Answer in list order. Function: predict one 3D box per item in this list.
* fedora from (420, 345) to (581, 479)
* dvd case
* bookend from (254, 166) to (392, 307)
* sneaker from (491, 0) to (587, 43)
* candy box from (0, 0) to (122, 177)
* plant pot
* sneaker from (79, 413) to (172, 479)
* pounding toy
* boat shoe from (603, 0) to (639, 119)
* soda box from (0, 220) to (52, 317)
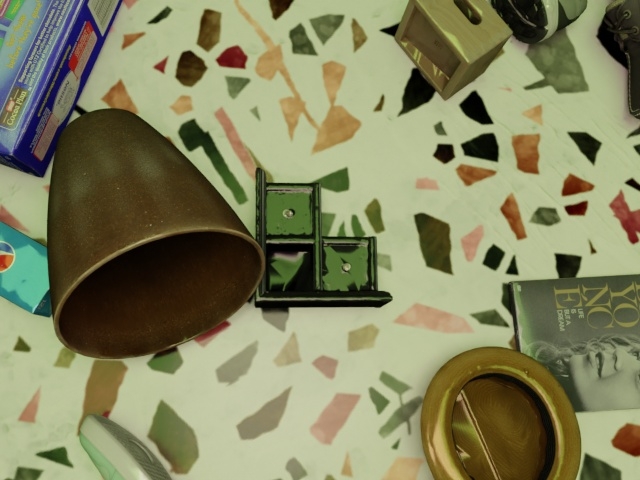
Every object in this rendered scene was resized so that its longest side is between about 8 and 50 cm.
[{"bbox_3d":[0.198,0.222,0.785,0.194,0.079,0.194,1,71,-3],"label":"fedora"},{"bbox_3d":[0.351,0.126,0.850,0.221,0.018,0.164,-3,79,-6],"label":"dvd case"},{"bbox_3d":[0.000,0.000,0.815,0.157,0.072,0.156,1,78,-6],"label":"bookend"},{"bbox_3d":[0.260,-0.394,0.913,0.108,0.100,0.271,-24,87,-20],"label":"sneaker"},{"bbox_3d":[-0.435,-0.254,0.801,0.317,0.122,0.268,20,79,-2],"label":"candy box"},{"bbox_3d":[-0.202,-0.028,0.744,0.215,0.215,0.230,-24,60,-9],"label":"plant pot"},{"bbox_3d":[-0.211,0.318,0.722,0.151,0.094,0.256,-39,83,-8],"label":"sneaker"},{"bbox_3d":[0.165,-0.278,0.855,0.100,0.130,0.141,-36,84,-11],"label":"pounding toy"},{"bbox_3d":[0.413,-0.295,0.885,0.092,0.103,0.285,4,92,-3],"label":"boat shoe"},{"bbox_3d":[-0.387,0.005,0.780,0.210,0.067,0.071,29,78,1],"label":"soda box"}]
